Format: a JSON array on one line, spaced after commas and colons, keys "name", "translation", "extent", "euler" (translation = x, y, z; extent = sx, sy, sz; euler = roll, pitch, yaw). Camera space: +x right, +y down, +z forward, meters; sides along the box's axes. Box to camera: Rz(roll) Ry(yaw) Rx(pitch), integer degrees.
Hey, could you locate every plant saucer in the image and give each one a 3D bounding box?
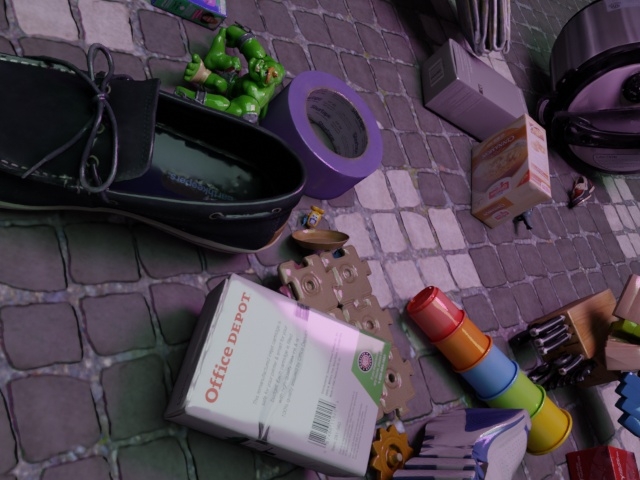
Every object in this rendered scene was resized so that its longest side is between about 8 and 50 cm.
[{"name": "plant saucer", "translation": [0.000, 0.000, 0.910], "extent": [0.083, 0.083, 0.015], "euler": [-13, 111, -45]}]

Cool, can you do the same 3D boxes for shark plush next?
[{"name": "shark plush", "translation": [0.441, -0.091, 1.357], "extent": [0.073, 0.067, 0.161], "euler": [45, 44, -13]}]

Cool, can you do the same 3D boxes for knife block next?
[{"name": "knife block", "translation": [0.464, 0.165, 1.211], "extent": [0.242, 0.088, 0.275], "euler": [36, 48, -23]}]

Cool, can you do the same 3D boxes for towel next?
[{"name": "towel", "translation": [0.336, -0.592, 1.382], "extent": [0.374, 0.090, 0.320], "euler": [-82, 158, -61]}]

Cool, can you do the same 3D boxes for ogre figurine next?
[{"name": "ogre figurine", "translation": [-0.121, -0.234, 0.921], "extent": [0.118, 0.097, 0.197], "euler": [28, 32, -4]}]

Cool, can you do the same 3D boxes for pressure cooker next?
[{"name": "pressure cooker", "translation": [0.765, -0.375, 1.598], "extent": [0.375, 0.370, 0.420], "euler": [33, 44, -19]}]

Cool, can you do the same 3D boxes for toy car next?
[{"name": "toy car", "translation": [-0.044, -0.049, 0.907], "extent": [0.122, 0.060, 0.040], "euler": [27, 82, -20]}]

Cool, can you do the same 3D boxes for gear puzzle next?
[{"name": "gear puzzle", "translation": [0.050, 0.175, 0.874], "extent": [0.175, 0.044, 0.339], "euler": [-15, 80, -47]}]

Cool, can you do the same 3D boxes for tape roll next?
[{"name": "tape roll", "translation": [0.004, -0.165, 0.997], "extent": [0.189, 0.080, 0.189], "euler": [21, 55, -32]}]

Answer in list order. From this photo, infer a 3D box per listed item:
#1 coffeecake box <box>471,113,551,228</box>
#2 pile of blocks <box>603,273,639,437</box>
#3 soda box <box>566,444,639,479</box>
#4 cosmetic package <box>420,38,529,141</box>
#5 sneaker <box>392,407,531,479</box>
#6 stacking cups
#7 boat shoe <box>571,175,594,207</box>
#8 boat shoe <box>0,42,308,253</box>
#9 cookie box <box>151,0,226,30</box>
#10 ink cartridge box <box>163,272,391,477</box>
[{"name": "coffeecake box", "translation": [0.377, -0.138, 1.272], "extent": [0.068, 0.142, 0.185], "euler": [30, 49, -25]}, {"name": "pile of blocks", "translation": [0.582, 0.247, 1.155], "extent": [0.112, 0.149, 0.362], "euler": [50, 41, -76]}, {"name": "soda box", "translation": [0.492, 0.485, 1.055], "extent": [0.092, 0.083, 0.263], "euler": [22, 52, -32]}, {"name": "cosmetic package", "translation": [0.332, -0.307, 1.361], "extent": [0.238, 0.107, 0.127], "euler": [19, 52, -30]}, {"name": "sneaker", "translation": [0.196, 0.352, 0.851], "extent": [0.315, 0.127, 0.182], "euler": [-17, 97, -57]}, {"name": "stacking cups", "translation": [0.265, 0.202, 1.006], "extent": [0.316, 0.096, 0.096], "euler": [47, 44, -11]}, {"name": "boat shoe", "translation": [0.642, -0.121, 1.572], "extent": [0.043, 0.049, 0.137], "euler": [53, 41, 0]}, {"name": "boat shoe", "translation": [-0.233, -0.111, 0.690], "extent": [0.500, 0.156, 0.186], "euler": [17, 59, -29]}, {"name": "cookie box", "translation": [-0.201, -0.383, 0.968], "extent": [0.107, 0.040, 0.091], "euler": [11, 60, -37]}, {"name": "ink cartridge box", "translation": [-0.044, 0.157, 0.721], "extent": [0.219, 0.092, 0.160], "euler": [26, 61, -18]}]
